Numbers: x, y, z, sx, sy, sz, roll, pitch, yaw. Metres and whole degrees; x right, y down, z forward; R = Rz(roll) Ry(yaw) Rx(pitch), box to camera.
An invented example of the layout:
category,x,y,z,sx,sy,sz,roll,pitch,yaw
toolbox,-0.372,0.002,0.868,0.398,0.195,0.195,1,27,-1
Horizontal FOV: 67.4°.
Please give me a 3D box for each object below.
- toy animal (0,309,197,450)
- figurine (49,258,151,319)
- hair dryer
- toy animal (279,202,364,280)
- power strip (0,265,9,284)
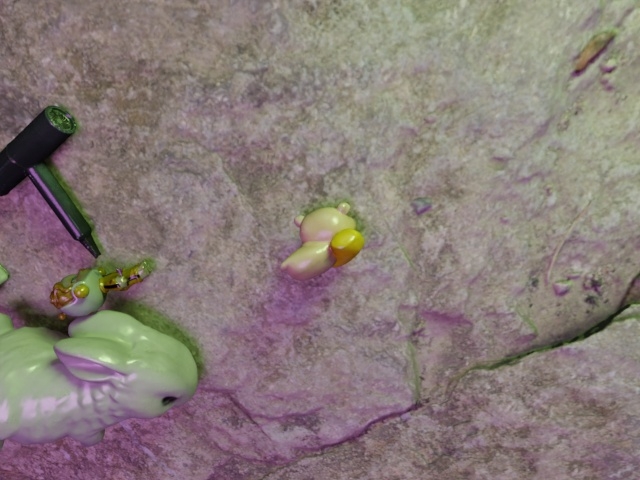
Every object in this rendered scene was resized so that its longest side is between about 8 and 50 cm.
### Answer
category,x,y,z,sx,sy,sz,roll,pitch,yaw
toy animal,-0.384,0.213,0.763,0.356,0.194,0.258,-16,109,8
figurine,-0.328,0.066,0.722,0.101,0.143,0.068,5,119,58
hair dryer,-0.366,-0.068,0.692,0.173,0.050,0.195,-31,110,25
toy animal,0.000,0.000,0.626,0.114,0.091,0.082,-30,78,12
power strip,-0.606,0.017,0.791,0.081,0.035,0.192,-29,106,25
